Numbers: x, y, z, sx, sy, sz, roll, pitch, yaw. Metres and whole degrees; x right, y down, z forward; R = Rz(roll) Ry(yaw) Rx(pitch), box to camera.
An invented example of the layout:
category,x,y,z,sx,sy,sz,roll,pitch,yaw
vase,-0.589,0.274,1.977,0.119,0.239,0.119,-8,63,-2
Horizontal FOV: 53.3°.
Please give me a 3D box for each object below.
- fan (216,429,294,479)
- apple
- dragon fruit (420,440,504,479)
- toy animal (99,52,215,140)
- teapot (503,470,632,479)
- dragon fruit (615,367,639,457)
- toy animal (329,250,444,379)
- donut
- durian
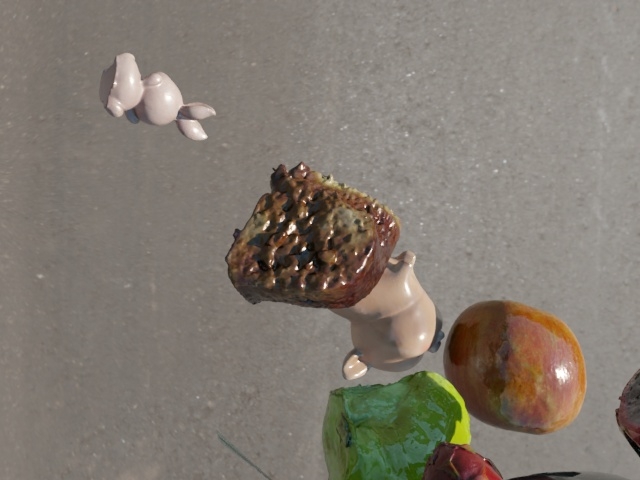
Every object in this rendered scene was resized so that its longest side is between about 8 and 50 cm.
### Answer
category,x,y,z,sx,sy,sz,roll,pitch,yaw
fan,-0.019,0.385,0.918,0.012,0.414,0.233,-35,137,-33
apple,0.416,0.255,1.381,0.301,0.301,0.301,-3,96,-31
dragon fruit,0.175,0.291,0.648,0.094,0.190,0.094,-35,153,-21
toy animal,-0.311,-0.266,1.225,0.212,0.124,0.124,20,84,-32
teapot,0.400,0.416,0.844,0.312,0.315,0.233,3,71,-34
dragon fruit,0.565,0.224,0.846,0.290,0.290,0.189,-42,89,-21
toy animal,0.121,0.141,1.396,0.269,0.326,0.237,-65,170,26
donut,0.001,0.006,0.589,0.186,0.126,0.144,60,43,-69
durian,0.120,0.354,1.090,0.339,0.204,0.256,-8,57,-15
